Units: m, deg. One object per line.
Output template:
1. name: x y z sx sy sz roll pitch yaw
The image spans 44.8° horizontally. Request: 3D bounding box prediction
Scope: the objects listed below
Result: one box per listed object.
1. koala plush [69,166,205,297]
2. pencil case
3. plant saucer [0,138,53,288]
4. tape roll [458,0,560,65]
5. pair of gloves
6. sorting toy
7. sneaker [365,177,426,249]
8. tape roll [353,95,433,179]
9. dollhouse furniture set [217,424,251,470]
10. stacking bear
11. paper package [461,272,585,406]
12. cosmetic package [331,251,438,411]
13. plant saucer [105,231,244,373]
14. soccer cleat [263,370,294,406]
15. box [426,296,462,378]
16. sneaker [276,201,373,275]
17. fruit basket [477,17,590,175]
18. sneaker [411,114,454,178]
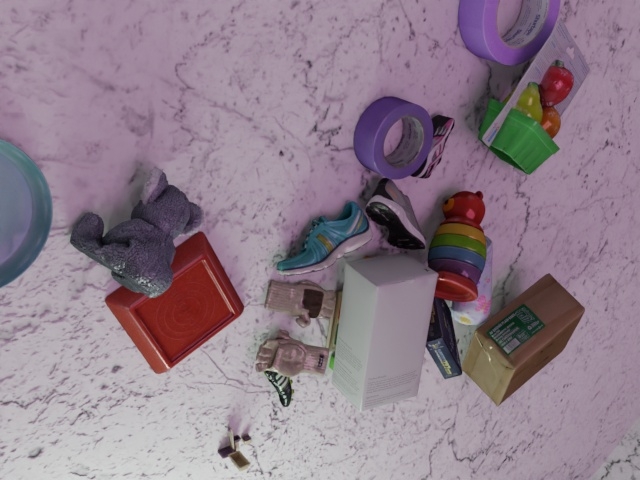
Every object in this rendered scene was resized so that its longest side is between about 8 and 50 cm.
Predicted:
1. koala plush: -0.335 -0.019 1.541 0.221 0.203 0.196 -56 134 -17
2. pencil case: 0.432 0.111 2.231 0.124 0.113 0.273 -20 123 -19
3. plant saucer: -0.641 -0.044 1.376 0.317 0.044 0.317 -18 121 -31
4. tape roll: 0.473 -0.582 1.934 0.275 0.090 0.275 -16 120 -31
5. pair of gloves: -0.061 0.217 1.927 0.204 0.042 0.240 6 92 -34
6. sorting toy: 0.106 0.210 2.073 0.196 0.047 0.347 -8 116 -35
7. sneaker: 0.208 -0.059 1.988 0.271 0.100 0.108 50 49 -49
8. tape roll: 0.177 -0.248 1.878 0.189 0.080 0.189 -17 120 -31
9. dollhouse furniture set: -0.198 0.511 1.946 0.091 0.114 0.081 -15 116 -29
10. stacking bear: 0.365 0.003 2.063 0.164 0.175 0.289 21 71 -20
11. paper package: 0.615 0.304 2.369 0.325 0.168 0.309 -34 152 -20
12. cosmetic package: 0.162 0.232 1.992 0.197 0.155 0.365 -7 115 -30
13. plant saucer: -0.306 0.151 1.727 0.259 0.048 0.258 -37 129 -17
14. soccer cleat: -0.109 0.346 1.975 0.072 0.060 0.179 -12 112 -22
15. box: 0.324 0.236 2.142 0.059 0.232 0.183 -20 131 16
16. sneaker: 0.000 0.000 1.873 0.275 0.107 0.110 -33 109 -27
17. fruit basket: 0.569 -0.368 2.051 0.327 0.165 0.353 21 96 -56
18. sneaker: 0.287 -0.238 1.988 0.077 0.072 0.178 18 108 -54
